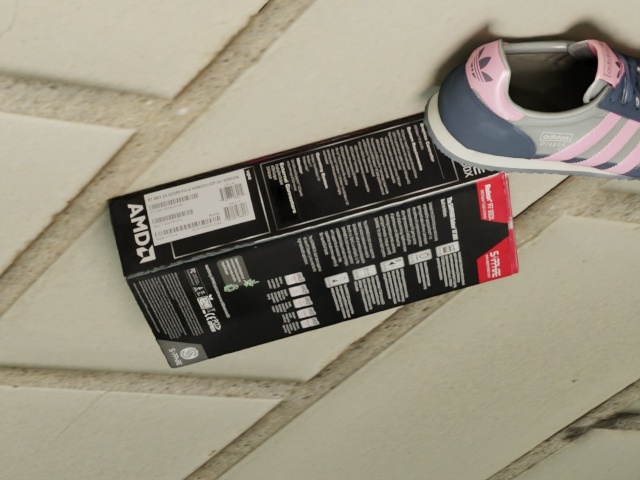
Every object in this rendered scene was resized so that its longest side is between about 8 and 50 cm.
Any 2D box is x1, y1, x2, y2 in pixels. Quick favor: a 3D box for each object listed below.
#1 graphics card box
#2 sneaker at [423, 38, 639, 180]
[{"bbox_3d":[0.000,0.000,1.874,0.371,0.094,0.233,-17,154,1],"label":"graphics card box"},{"bbox_3d":[0.261,-0.127,1.745,0.319,0.112,0.131,-4,154,-23],"label":"sneaker"}]
